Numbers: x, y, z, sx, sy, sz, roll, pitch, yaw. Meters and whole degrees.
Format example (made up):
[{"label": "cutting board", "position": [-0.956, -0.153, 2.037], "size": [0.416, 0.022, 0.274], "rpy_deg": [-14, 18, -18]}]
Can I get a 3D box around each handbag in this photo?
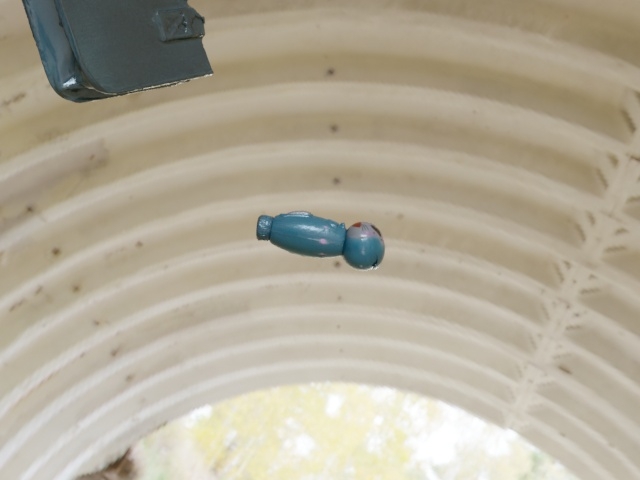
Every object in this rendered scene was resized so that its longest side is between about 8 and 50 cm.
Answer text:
[{"label": "handbag", "position": [-0.199, -0.254, 0.968], "size": [0.062, 0.179, 0.229], "rpy_deg": [-11, -83, 47]}]

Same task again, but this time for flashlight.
[{"label": "flashlight", "position": [0.000, 0.000, 0.997], "size": [0.129, 0.051, 0.051], "rpy_deg": [8, -26, 4]}]
